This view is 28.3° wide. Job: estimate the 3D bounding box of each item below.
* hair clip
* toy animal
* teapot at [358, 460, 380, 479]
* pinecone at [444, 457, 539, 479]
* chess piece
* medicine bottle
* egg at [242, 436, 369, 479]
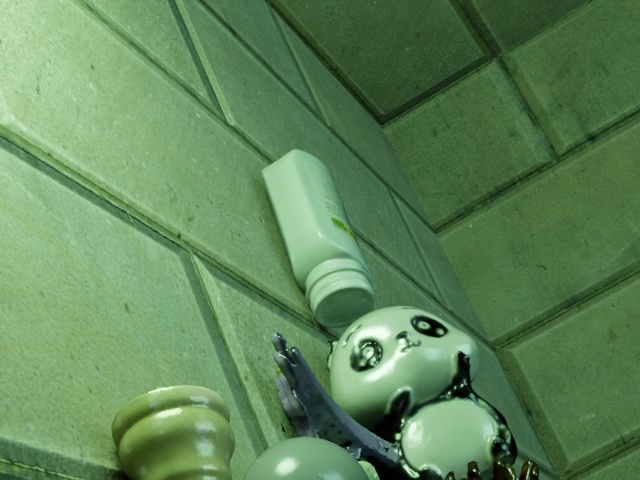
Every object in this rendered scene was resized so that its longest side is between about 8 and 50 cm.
[{"bbox_3d":[0.001,0.249,1.757,0.278,0.090,0.137,47,17,-27],"label":"hair clip"},{"bbox_3d":[0.144,0.254,1.985,0.310,0.251,0.251,65,13,21],"label":"toy animal"},{"bbox_3d":[0.031,0.355,1.634,0.200,0.077,0.107,1,71,-77],"label":"teapot"},{"bbox_3d":[0.199,0.417,1.699,0.244,0.309,0.244,53,-9,12],"label":"pinecone"},{"bbox_3d":[-0.093,0.323,1.129,0.117,0.117,0.397,43,22,-52],"label":"chess piece"},{"bbox_3d":[0.000,0.000,2.244,0.179,0.124,0.324,46,17,-47],"label":"medicine bottle"},{"bbox_3d":[-0.012,0.296,1.417,0.146,0.146,0.199,66,7,29],"label":"egg"}]
